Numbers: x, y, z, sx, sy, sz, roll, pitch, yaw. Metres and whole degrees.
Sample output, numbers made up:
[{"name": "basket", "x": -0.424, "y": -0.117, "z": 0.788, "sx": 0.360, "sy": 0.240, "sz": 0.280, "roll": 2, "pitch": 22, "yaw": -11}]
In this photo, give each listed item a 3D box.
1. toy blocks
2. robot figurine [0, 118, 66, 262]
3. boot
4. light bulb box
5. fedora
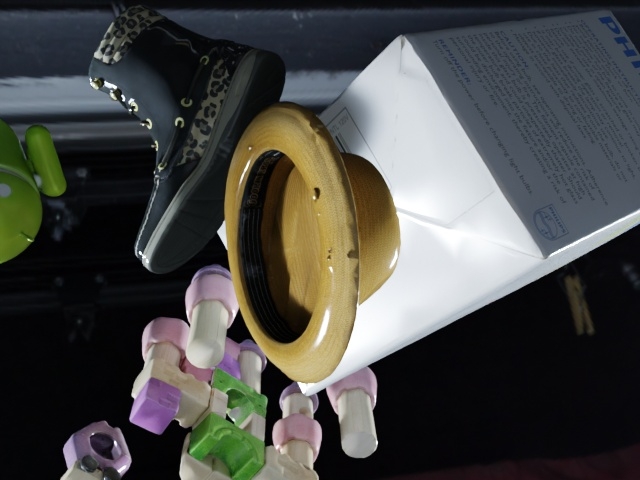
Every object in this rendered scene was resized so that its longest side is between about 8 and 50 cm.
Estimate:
[{"name": "toy blocks", "x": -0.124, "y": 0.204, "z": 1.084, "sx": 0.289, "sy": 0.260, "sz": 0.309, "roll": 34, "pitch": -70, "yaw": -19}, {"name": "robot figurine", "x": -0.206, "y": -0.032, "z": 0.496, "sx": 0.101, "sy": 0.115, "sz": 0.067, "roll": -18, "pitch": -41, "yaw": -19}, {"name": "boot", "x": -0.157, "y": -0.105, "z": 0.816, "sx": 0.236, "sy": 0.179, "sz": 0.085, "roll": -62, "pitch": -22, "yaw": 4}, {"name": "light bulb box", "x": 0.150, "y": -0.044, "z": 0.890, "sx": 0.361, "sy": 0.225, "sz": 0.358, "roll": -19, "pitch": -13, "yaw": -43}, {"name": "fedora", "x": 0.000, "y": 0.000, "z": 0.575, "sx": 0.079, "sy": 0.194, "sz": 0.194, "roll": -8, "pitch": -44, "yaw": -30}]
